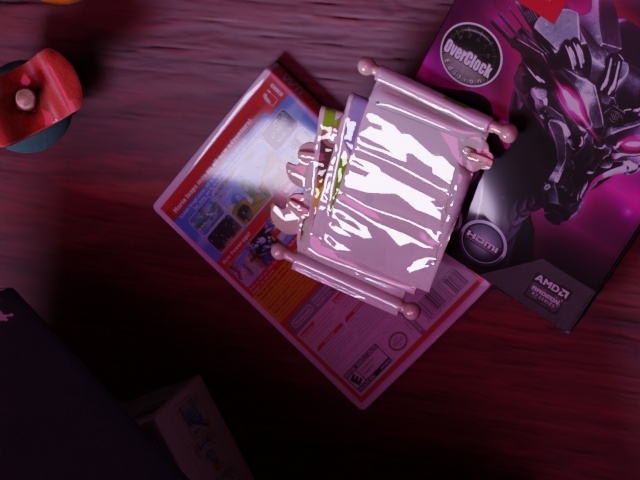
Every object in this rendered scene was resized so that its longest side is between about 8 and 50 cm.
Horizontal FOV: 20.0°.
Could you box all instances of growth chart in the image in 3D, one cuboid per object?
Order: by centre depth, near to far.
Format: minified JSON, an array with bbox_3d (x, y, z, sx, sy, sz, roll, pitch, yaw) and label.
[{"bbox_3d":[0.051,-0.042,1.555,0.172,0.021,0.237,32,125,12],"label":"growth chart"}]

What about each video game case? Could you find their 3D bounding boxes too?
[{"bbox_3d":[0.000,0.000,1.699,0.285,0.025,0.204,44,123,2],"label":"video game case"}]

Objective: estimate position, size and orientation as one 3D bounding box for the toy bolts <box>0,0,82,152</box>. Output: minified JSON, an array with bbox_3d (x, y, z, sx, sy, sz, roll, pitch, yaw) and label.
[{"bbox_3d":[-0.284,-0.200,1.716,0.218,0.158,0.228,-22,91,-10],"label":"toy bolts"}]

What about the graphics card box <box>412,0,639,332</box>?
[{"bbox_3d":[0.207,-0.130,1.502,0.233,0.094,0.371,34,125,8],"label":"graphics card box"}]

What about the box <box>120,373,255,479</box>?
[{"bbox_3d":[-0.139,0.257,1.827,0.114,0.103,0.203,-22,100,31],"label":"box"}]

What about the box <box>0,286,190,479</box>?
[{"bbox_3d":[-0.253,0.387,1.651,0.480,0.297,0.471,40,146,40],"label":"box"}]
